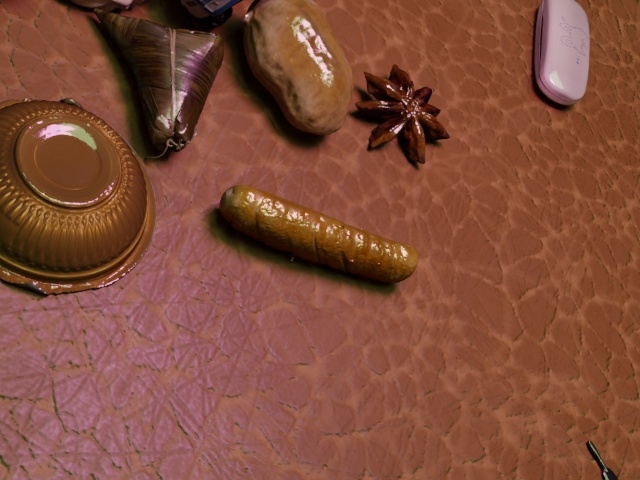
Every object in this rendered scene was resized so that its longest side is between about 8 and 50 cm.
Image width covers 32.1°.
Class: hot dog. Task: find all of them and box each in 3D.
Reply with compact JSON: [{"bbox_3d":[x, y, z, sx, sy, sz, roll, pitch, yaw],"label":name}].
[{"bbox_3d":[0.001,-0.004,1.463,0.285,0.088,0.061,17,62,-19],"label":"hot dog"}]

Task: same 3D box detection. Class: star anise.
[{"bbox_3d":[0.123,-0.190,1.657,0.167,0.057,0.168,15,56,-23],"label":"star anise"}]

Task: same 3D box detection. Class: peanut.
[{"bbox_3d":[-0.032,-0.252,1.558,0.129,0.129,0.224,-27,80,-38],"label":"peanut"}]

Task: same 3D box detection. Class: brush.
[{"bbox_3d":[0.398,0.319,1.563,0.024,0.008,0.083,-22,76,-36],"label":"brush"}]

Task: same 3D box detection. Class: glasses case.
[{"bbox_3d":[0.415,-0.331,1.909,0.092,0.059,0.233,23,53,-16],"label":"glasses case"}]

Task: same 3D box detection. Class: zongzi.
[{"bbox_3d":[-0.235,-0.207,1.448,0.184,0.084,0.187,18,59,-4],"label":"zongzi"}]

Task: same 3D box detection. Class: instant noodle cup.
[{"bbox_3d":[-0.309,-0.076,1.314,0.274,0.091,0.274,14,58,-23],"label":"instant noodle cup"}]

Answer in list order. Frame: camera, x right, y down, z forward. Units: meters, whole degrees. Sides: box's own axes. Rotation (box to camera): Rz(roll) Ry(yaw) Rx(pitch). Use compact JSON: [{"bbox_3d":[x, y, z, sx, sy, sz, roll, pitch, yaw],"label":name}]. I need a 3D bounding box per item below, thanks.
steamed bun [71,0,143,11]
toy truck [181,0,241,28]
[{"bbox_3d":[-0.293,-0.397,1.496,0.182,0.106,0.183,14,56,-22],"label":"steamed bun"},{"bbox_3d":[-0.148,-0.418,1.526,0.177,0.161,0.213,32,45,-38],"label":"toy truck"}]
